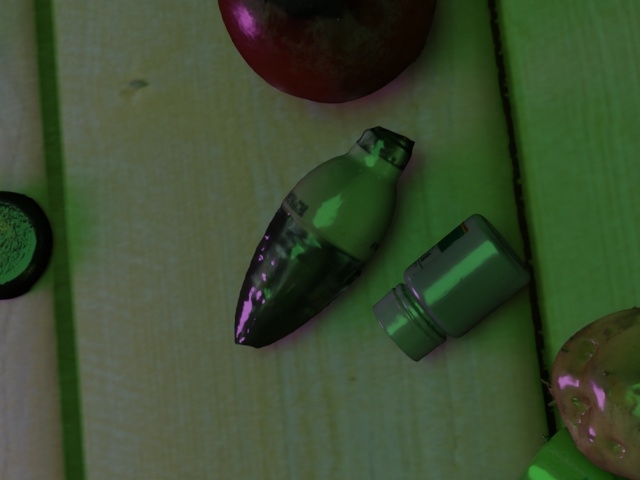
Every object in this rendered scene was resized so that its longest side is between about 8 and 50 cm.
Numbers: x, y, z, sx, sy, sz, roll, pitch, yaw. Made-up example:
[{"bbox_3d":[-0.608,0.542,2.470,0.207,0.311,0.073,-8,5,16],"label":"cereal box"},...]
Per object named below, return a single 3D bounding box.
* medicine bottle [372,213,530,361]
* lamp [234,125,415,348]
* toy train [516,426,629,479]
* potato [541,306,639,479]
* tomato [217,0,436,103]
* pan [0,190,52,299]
[{"bbox_3d":[0.116,0.044,1.414,0.130,0.080,0.080,-39,68,10],"label":"medicine bottle"},{"bbox_3d":[0.000,0.000,1.463,0.101,0.101,0.250,38,99,23],"label":"lamp"},{"bbox_3d":[0.250,0.268,1.314,0.253,0.105,0.157,38,80,24],"label":"toy train"},{"bbox_3d":[0.304,0.137,1.289,0.235,0.128,0.161,33,73,20],"label":"potato"},{"bbox_3d":[0.005,-0.235,1.458,0.208,0.184,0.208,-5,76,21],"label":"tomato"},{"bbox_3d":[-0.369,-0.022,1.639,0.212,0.040,0.115,33,87,23],"label":"pan"}]
